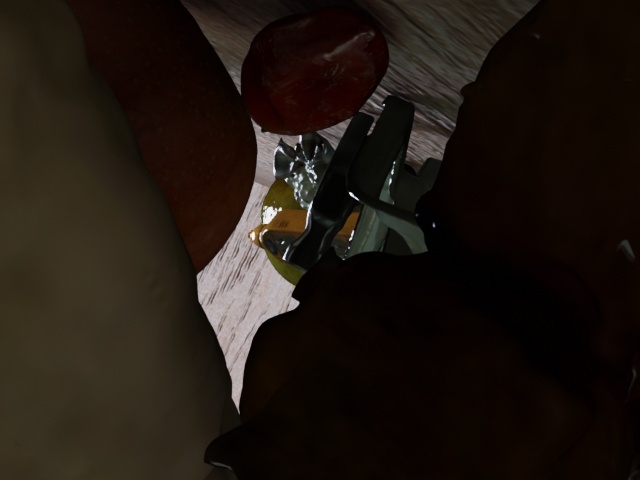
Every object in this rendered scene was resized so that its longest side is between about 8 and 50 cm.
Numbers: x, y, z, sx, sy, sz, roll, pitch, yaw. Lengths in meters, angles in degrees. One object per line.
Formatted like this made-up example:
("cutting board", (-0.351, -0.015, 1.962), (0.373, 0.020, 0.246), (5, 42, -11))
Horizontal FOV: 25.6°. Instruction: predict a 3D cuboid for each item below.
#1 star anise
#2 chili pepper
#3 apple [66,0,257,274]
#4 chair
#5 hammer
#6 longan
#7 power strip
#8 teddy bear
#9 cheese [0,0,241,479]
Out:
("star anise", (0.112, 0.028, 0.425), (0.346, 0.237, 0.148), (2, -141, -25))
("chili pepper", (-0.007, -0.080, 0.656), (0.059, 0.050, 0.191), (26, 168, -12))
("apple", (-0.120, -0.064, 0.741), (0.201, 0.162, 0.201), (52, 168, 15))
("chair", (0.098, 0.040, 0.817), (0.203, 0.191, 0.275), (22, 138, 5))
("hammer", (0.036, -0.039, 1.054), (0.033, 0.111, 0.287), (26, -172, 9))
("longan", (0.006, -0.026, 1.452), (0.154, 0.176, 0.145), (0, -152, 39))
("power strip", (0.000, 0.000, 1.259), (0.178, 0.028, 0.049), (4, 132, 42))
("teddy bear", (0.040, -0.019, 1.310), (0.213, 0.111, 0.133), (22, 176, -33))
("cheese", (-0.138, -0.035, 0.466), (0.326, 0.115, 0.318), (55, 170, 20))
